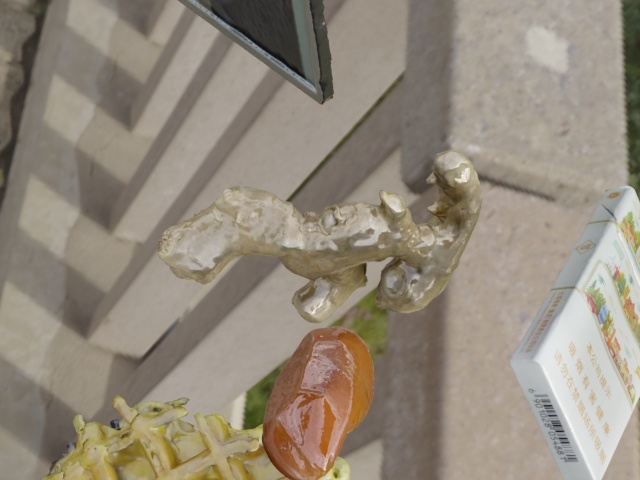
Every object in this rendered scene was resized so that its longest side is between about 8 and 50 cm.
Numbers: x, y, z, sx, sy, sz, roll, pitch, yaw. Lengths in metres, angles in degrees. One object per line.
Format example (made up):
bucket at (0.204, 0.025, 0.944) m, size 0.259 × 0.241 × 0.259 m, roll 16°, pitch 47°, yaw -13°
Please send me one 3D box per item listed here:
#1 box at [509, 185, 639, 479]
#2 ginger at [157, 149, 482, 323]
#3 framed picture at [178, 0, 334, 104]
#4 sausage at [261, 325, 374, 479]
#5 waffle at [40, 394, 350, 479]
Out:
box at (0.211, 0.068, 0.915) m, size 0.220 × 0.032 × 0.122 m, roll -51°, pitch 120°, yaw -44°
ginger at (0.005, 0.012, 0.976) m, size 0.258 × 0.149 × 0.065 m, roll -12°, pitch 34°, yaw -1°
framed picture at (-0.069, -0.236, 0.945) m, size 0.192 × 0.265 × 0.018 m, roll 38°, pitch 69°, yaw 26°
sausage at (-0.002, 0.144, 1.097) m, size 0.089 × 0.089 × 0.179 m, roll 36°, pitch 32°, yaw -6°
waffle at (-0.139, 0.354, 1.227) m, size 0.379 × 0.095 × 0.382 m, roll 10°, pitch 78°, yaw 15°
